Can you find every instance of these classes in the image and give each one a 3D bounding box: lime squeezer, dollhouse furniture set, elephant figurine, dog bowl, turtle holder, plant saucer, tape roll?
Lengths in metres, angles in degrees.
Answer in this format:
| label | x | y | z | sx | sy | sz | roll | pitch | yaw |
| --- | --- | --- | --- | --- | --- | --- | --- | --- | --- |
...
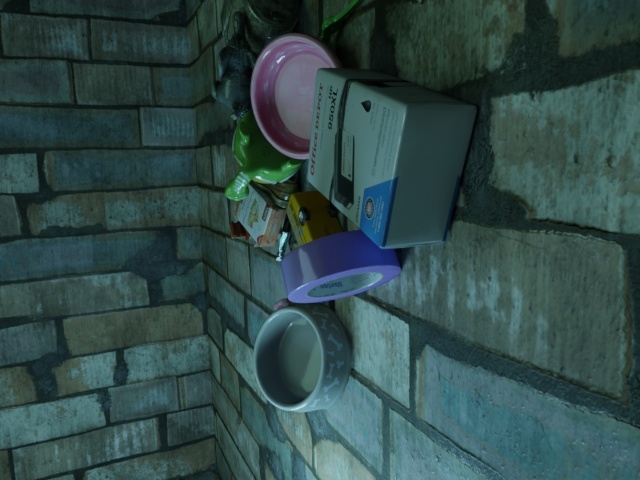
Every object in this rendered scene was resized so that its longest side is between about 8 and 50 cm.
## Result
| label | x | y | z | sx | sy | sz | roll | pitch | yaw |
| --- | --- | --- | --- | --- | --- | --- | --- | --- | --- |
| lime squeezer | 0.043 | -0.528 | 1.398 | 0.110 | 0.059 | 0.311 | 35 | 133 | 19 |
| dollhouse furniture set | -0.273 | -0.093 | 2.080 | 0.259 | 0.135 | 0.262 | 130 | 130 | -58 |
| elephant figurine | -0.248 | -0.521 | 1.533 | 0.186 | 0.169 | 0.240 | 35 | 136 | 24 |
| dog bowl | -0.070 | 0.359 | 1.589 | 0.348 | 0.102 | 0.349 | -10 | 74 | 40 |
| turtle holder | -0.164 | -0.270 | 1.641 | 0.227 | 0.243 | 0.321 | 142 | 134 | -64 |
| plant saucer | -0.048 | -0.397 | 1.435 | 0.332 | 0.084 | 0.333 | 14 | 116 | 32 |
| tape roll | 0.047 | 0.066 | 1.227 | 0.275 | 0.274 | 0.090 | 134 | 125 | -60 |

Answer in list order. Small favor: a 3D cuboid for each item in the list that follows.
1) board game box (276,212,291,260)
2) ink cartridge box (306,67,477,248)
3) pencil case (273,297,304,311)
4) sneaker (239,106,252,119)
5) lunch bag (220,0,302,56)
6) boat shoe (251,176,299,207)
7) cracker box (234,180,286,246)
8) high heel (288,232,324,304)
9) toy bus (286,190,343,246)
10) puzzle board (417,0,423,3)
| label | x | y | z | sx | sy | sz | roll | pitch | yaw |
| --- | --- | --- | --- | --- | --- | --- | --- | --- | --- |
| board game box | -0.118 | -0.033 | 1.779 | 0.186 | 0.026 | 0.126 | -82 | 5 | -53 |
| ink cartridge box | 0.124 | -0.198 | 1.128 | 0.395 | 0.166 | 0.286 | -132 | 43 | -54 |
| pencil case | -0.072 | 0.330 | 1.748 | 0.124 | 0.124 | 0.284 | 121 | 136 | -53 |
| sneaker | -0.260 | -0.594 | 2.004 | 0.130 | 0.108 | 0.287 | -125 | 46 | -58 |
| lunch bag | -0.194 | -0.695 | 1.667 | 0.305 | 0.212 | 0.256 | 138 | 129 | -60 |
| boat shoe | -0.157 | -0.223 | 1.846 | 0.307 | 0.110 | 0.105 | 40 | 127 | 45 |
| cracker box | -0.223 | -0.103 | 1.878 | 0.232 | 0.067 | 0.156 | 45 | 124 | 42 |
| high heel | -0.038 | 0.089 | 1.692 | 0.186 | 0.093 | 0.261 | 114 | 138 | -76 |
| toy bus | 0.000 | 0.000 | 1.522 | 0.130 | 0.108 | 0.333 | 114 | 142 | -49 |
| puzzle board | 0.207 | -0.566 | 1.051 | 0.128 | 0.011 | 0.096 | 112 | 143 | -46 |
